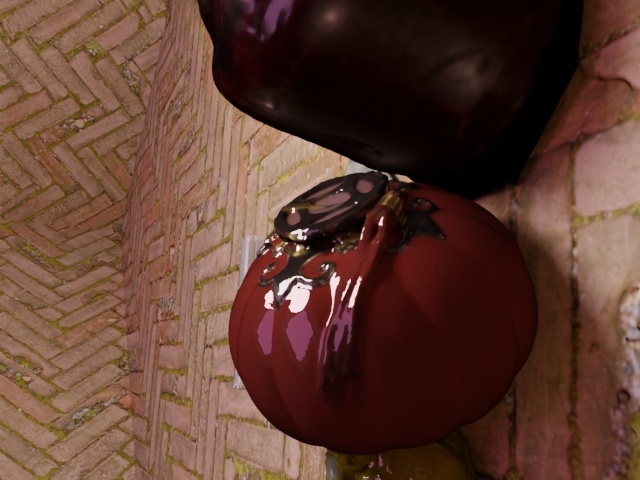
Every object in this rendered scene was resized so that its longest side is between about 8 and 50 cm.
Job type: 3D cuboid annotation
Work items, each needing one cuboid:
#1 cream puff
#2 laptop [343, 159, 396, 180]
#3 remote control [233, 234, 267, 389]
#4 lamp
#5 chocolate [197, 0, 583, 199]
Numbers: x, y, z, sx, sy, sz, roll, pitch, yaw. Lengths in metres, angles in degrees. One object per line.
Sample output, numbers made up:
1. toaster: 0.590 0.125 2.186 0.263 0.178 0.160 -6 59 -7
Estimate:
1. cream puff: 0.056 0.321 0.694 0.282 0.185 0.282 -21 66 59
2. laptop: 0.073 -0.015 0.941 0.269 0.015 0.188 -114 38 -48
3. remote control: -0.100 0.132 1.173 0.055 0.103 0.277 160 114 -66
4. lamp: 0.056 0.069 0.633 0.303 0.303 0.257 30 146 64
5. chocolate: 0.035 -0.241 0.681 0.383 0.331 0.384 180 90 -67
